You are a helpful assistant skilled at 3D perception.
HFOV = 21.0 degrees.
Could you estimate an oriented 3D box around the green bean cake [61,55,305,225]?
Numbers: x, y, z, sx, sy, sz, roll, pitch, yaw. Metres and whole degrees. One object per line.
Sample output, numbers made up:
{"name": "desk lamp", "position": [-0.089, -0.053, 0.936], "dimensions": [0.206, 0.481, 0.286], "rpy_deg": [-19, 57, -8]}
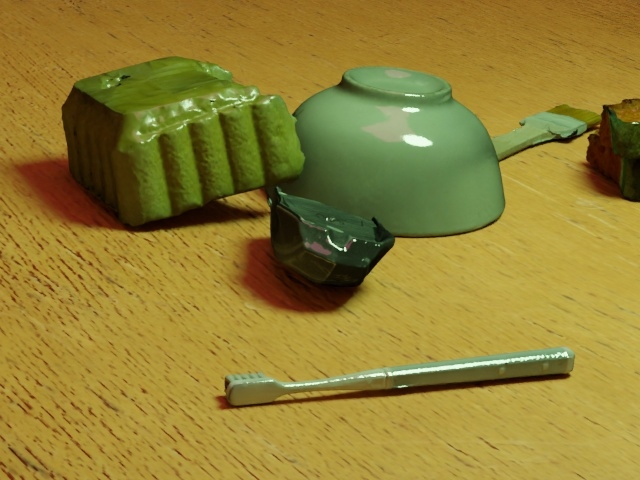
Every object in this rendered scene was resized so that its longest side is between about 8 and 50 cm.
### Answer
{"name": "green bean cake", "position": [-0.160, -0.125, 1.955], "dimensions": [0.233, 0.124, 0.236], "rpy_deg": [-16, 23, -22]}

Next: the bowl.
{"name": "bowl", "position": [0.081, -0.120, 2.023], "dimensions": [0.289, 0.146, 0.289], "rpy_deg": [4, 19, -2]}

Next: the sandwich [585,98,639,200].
{"name": "sandwich", "position": [0.449, -0.122, 2.198], "dimensions": [0.212, 0.109, 0.292], "rpy_deg": [13, 17, 38]}

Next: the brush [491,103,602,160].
{"name": "brush", "position": [0.274, -0.138, 2.310], "dimensions": [0.085, 0.020, 0.336], "rpy_deg": [19, 25, 32]}

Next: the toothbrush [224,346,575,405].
{"name": "toothbrush", "position": [0.076, 0.120, 1.536], "dimensions": [0.342, 0.025, 0.030], "rpy_deg": [-3, 19, -21]}

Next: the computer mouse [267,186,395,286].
{"name": "computer mouse", "position": [0.001, 0.003, 1.778], "dimensions": [0.126, 0.071, 0.231], "rpy_deg": [16, 10, -10]}
